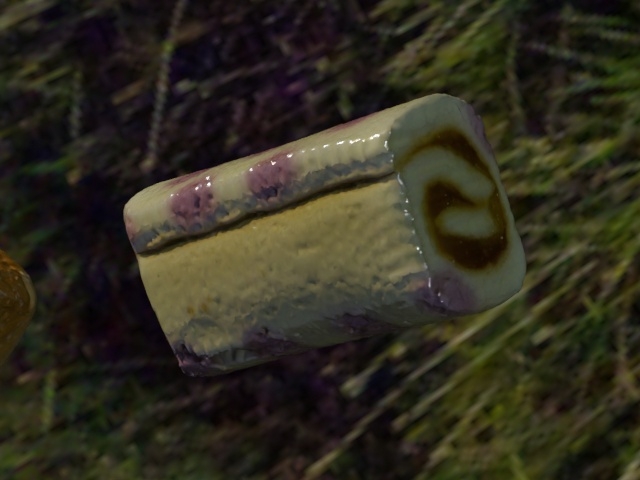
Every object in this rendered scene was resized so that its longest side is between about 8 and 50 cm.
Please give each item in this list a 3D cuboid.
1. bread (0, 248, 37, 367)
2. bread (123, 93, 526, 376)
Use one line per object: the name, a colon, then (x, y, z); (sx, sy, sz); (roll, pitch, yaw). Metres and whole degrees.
bread: (-0.401, 0.057, 1.682); (0.195, 0.246, 0.176); (38, 101, 24)
bread: (0.000, 0.000, 1.612); (0.338, 0.155, 0.187); (-17, 91, 43)
